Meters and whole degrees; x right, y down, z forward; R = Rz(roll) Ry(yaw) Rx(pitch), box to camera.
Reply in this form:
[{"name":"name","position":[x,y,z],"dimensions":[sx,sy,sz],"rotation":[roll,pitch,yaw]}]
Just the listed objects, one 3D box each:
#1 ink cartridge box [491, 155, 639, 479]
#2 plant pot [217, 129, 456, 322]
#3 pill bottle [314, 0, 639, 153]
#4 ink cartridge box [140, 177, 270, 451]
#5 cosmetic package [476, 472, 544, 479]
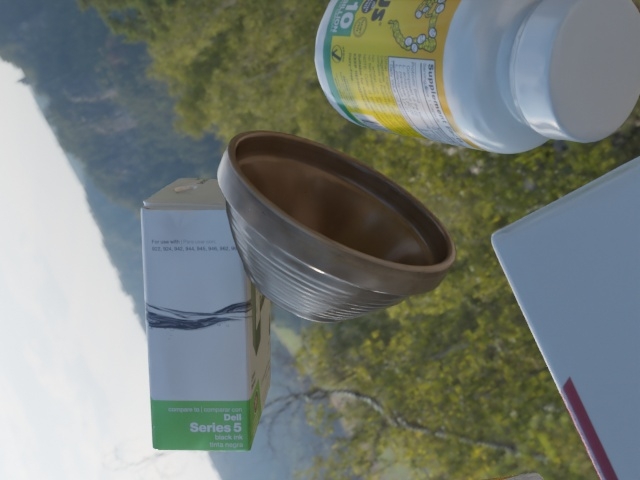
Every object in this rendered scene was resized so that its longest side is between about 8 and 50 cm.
[{"name":"ink cartridge box","position":[0.230,0.071,0.568],"dimensions":[0.273,0.114,0.197],"rotation":[12,-127,-62]},{"name":"plant pot","position":[0.000,0.000,0.861],"dimensions":[0.237,0.109,0.237],"rotation":[24,-157,-11]},{"name":"pill bottle","position":[0.098,-0.120,0.589],"dimensions":[0.208,0.117,0.117],"rotation":[22,142,53]},{"name":"ink cartridge box","position":[-0.123,0.075,1.035],"dimensions":[0.198,0.115,0.272],"rotation":[-74,-15,-77]},{"name":"cosmetic package","position":[0.051,0.404,1.113],"dimensions":[0.453,0.230,0.161],"rotation":[-28,69,49]}]
